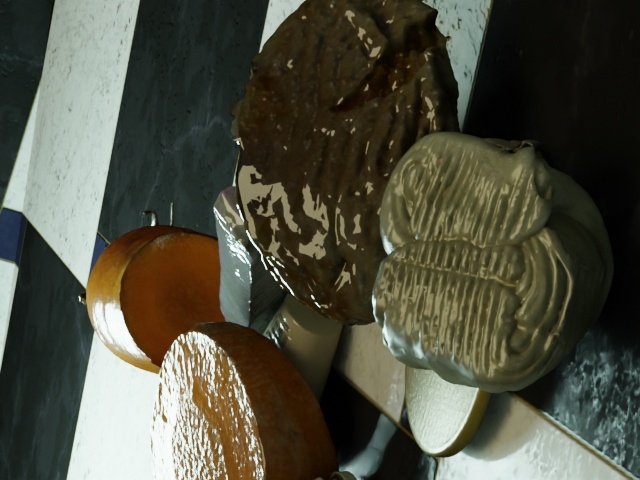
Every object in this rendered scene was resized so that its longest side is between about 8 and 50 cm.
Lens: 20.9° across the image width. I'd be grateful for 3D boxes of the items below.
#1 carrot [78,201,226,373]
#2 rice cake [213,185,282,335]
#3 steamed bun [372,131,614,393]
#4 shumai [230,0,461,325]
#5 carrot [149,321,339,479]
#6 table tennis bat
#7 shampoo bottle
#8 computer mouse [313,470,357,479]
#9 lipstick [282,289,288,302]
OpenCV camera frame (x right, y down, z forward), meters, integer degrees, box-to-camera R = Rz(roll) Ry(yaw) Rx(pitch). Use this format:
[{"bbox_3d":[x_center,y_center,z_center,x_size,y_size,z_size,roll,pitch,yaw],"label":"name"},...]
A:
[{"bbox_3d":[-0.204,0.071,2.246,0.214,0.193,0.331,59,164,-9],"label":"carrot"},{"bbox_3d":[-0.075,0.033,1.884,0.072,0.056,0.365,49,166,15],"label":"rice cake"},{"bbox_3d":[0.155,0.021,1.452,0.218,0.144,0.211,9,85,48],"label":"steamed bun"},{"bbox_3d":[0.059,-0.052,1.697,0.283,0.217,0.346,52,-150,-57],"label":"shumai"},{"bbox_3d":[-0.092,0.240,1.935,0.258,0.100,0.307,-14,84,50],"label":"carrot"},{"bbox_3d":[0.137,0.054,1.611,0.198,0.050,0.321,-110,33,-59],"label":"table tennis bat"},{"bbox_3d":[-0.048,0.179,1.986,0.127,0.078,0.257,55,134,40],"label":"shampoo bottle"},{"bbox_3d":[0.008,0.359,1.782,0.145,0.082,0.236,-142,64,-66],"label":"computer mouse"},{"bbox_3d":[0.000,0.000,1.952,0.274,0.061,0.068,135,140,-56],"label":"lipstick"}]
